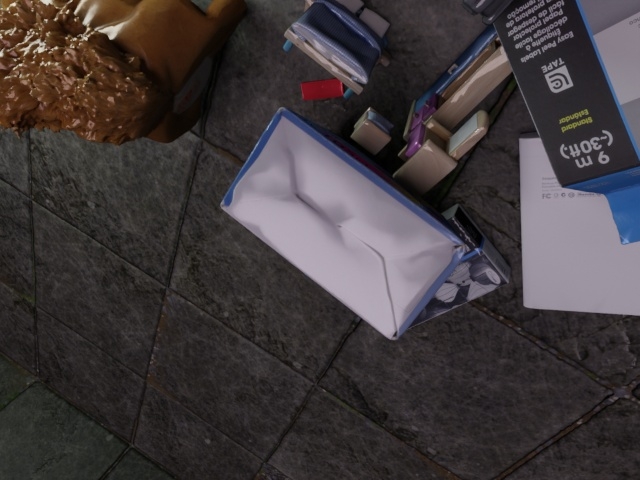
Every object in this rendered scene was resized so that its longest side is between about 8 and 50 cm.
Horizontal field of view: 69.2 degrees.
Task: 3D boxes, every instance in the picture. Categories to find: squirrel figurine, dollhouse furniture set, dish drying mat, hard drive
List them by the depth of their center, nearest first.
[{"bbox_3d":[0.097,-0.277,0.621,0.303,0.286,0.198,35,129,-11],"label":"dollhouse furniture set"},{"bbox_3d":[0.441,-0.025,0.755,0.210,0.040,0.319,0,118,27],"label":"hard drive"},{"bbox_3d":[-0.392,-0.336,0.764,0.370,0.397,0.281,34,133,-6],"label":"squirrel figurine"},{"bbox_3d":[0.004,-0.275,0.846,0.083,0.008,0.032,3,119,26],"label":"dish drying mat"}]

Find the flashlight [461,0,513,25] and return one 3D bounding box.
[{"bbox_3d":[0.224,-0.348,0.400,0.103,0.103,0.304,41,118,-1],"label":"flashlight"}]

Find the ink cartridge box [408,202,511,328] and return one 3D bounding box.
[{"bbox_3d":[0.188,0.079,0.934,0.165,0.065,0.332,48,129,-7],"label":"ink cartridge box"}]

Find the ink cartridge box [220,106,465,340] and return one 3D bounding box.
[{"bbox_3d":[0.053,-0.047,0.713,0.270,0.395,0.151,38,102,2],"label":"ink cartridge box"}]

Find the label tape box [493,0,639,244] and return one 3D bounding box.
[{"bbox_3d":[0.359,-0.157,0.466,0.249,0.115,0.348,-17,99,53],"label":"label tape box"}]
